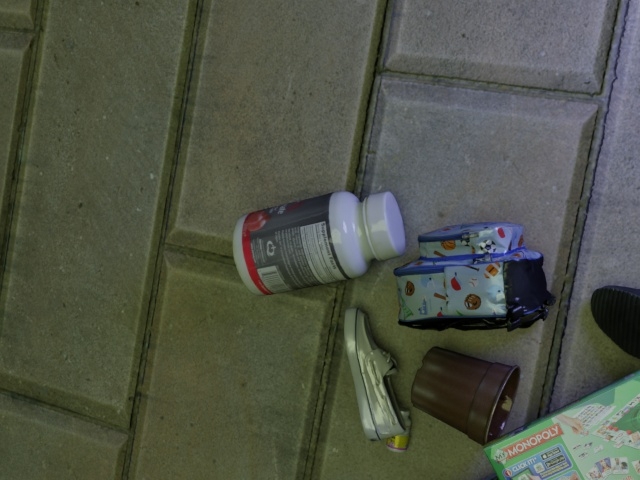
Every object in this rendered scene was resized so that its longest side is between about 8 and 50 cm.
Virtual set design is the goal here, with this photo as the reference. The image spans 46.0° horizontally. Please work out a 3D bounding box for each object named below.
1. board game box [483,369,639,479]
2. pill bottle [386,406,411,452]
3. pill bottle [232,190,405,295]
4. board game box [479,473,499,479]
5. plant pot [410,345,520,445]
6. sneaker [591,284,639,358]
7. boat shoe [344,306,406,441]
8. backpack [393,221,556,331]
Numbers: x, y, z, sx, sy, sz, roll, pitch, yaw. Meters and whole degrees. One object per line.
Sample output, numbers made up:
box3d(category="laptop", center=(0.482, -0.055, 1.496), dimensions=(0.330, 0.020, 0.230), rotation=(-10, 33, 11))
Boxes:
box3d(category="board game box", center=(0.468, 0.379, 1.280), dimensions=(0.317, 0.046, 0.214), rotation=(-29, 80, 10))
box3d(category="pill bottle", center=(0.160, 0.382, 1.525), dimensions=(0.043, 0.043, 0.083), rotation=(10, 93, 20))
box3d(category="pill bottle", center=(0.000, 0.000, 1.510), dimensions=(0.318, 0.176, 0.177), rotation=(-12, 86, 19))
box3d(category="board game box", center=(0.326, 0.571, 1.416), dimensions=(0.303, 0.097, 0.224), rotation=(-35, 79, 27))
box3d(category="plant pot", center=(0.271, 0.286, 1.431), dimensions=(0.165, 0.167, 0.167), rotation=(20, 97, 27))
box3d(category="sneaker", center=(0.647, 0.149, 1.322), dimensions=(0.330, 0.146, 0.123), rotation=(22, 125, 40))
box3d(category="boat shoe", center=(0.111, 0.259, 1.504), dimensions=(0.088, 0.096, 0.268), rotation=(-14, 72, 15))
box3d(category="backpack", center=(0.266, 0.072, 1.380), dimensions=(0.263, 0.276, 0.213), rotation=(-15, 80, 26))
